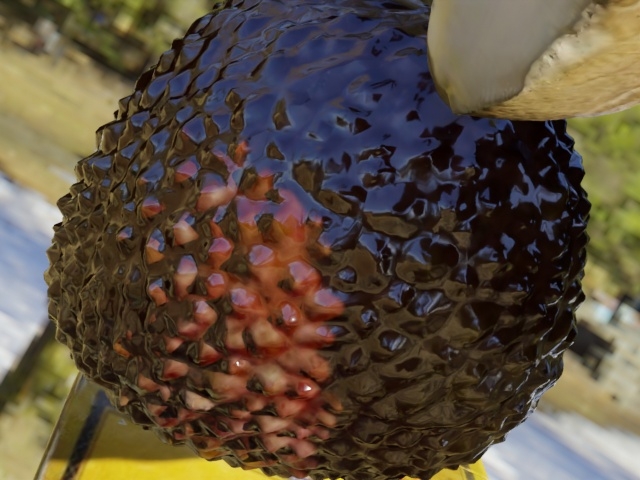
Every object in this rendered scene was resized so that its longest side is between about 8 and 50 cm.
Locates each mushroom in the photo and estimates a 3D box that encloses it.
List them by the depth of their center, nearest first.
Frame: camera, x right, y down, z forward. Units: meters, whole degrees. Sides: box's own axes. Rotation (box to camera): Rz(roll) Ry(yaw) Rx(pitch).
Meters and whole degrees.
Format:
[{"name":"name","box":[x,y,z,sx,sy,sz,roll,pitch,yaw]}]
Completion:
[{"name":"mushroom","box":[0.092,-0.103,0.456,0.094,0.210,0.072,-8,49,-32]}]

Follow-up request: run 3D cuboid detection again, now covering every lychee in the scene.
[{"name":"lychee","box":[0.004,-0.005,0.694,0.194,0.194,0.194,29,9,-5]}]

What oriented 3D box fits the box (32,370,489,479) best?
[{"name":"box","box":[-0.025,0.102,0.965,0.193,0.084,0.301,22,6,-2]}]
